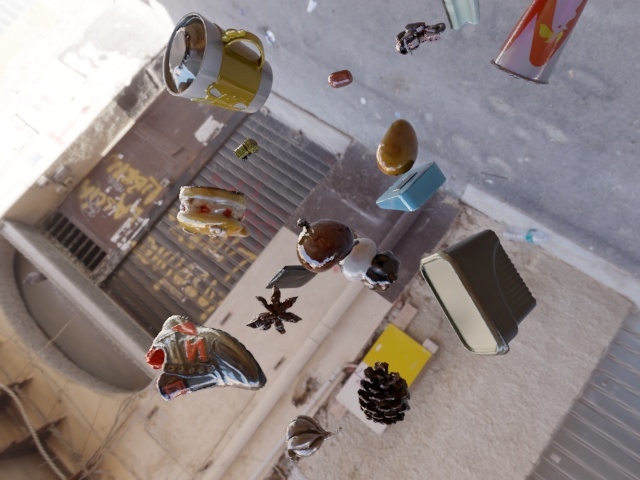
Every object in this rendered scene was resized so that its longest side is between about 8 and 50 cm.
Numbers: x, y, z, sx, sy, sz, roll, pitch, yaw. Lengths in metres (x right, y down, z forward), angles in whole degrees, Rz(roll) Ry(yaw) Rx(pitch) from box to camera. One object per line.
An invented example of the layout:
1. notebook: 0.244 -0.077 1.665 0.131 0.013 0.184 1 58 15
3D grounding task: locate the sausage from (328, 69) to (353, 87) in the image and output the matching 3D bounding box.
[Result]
1. sausage: 0.076 -0.613 1.534 0.059 0.094 0.054 -24 -76 -77

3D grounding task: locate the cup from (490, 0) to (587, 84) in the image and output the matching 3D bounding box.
1. cup: 0.678 -0.650 1.221 0.203 0.203 0.288 35 131 19

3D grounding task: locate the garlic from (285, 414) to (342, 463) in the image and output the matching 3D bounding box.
1. garlic: -0.027 0.631 1.305 0.131 0.194 0.127 -59 -47 -74

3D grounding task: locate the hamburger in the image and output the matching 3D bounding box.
1. hamburger: -0.416 -0.100 1.608 0.261 0.186 0.303 2 177 24

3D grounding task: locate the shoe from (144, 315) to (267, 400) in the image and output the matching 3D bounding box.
1. shoe: -0.289 0.295 0.928 0.337 0.171 0.132 12 134 32

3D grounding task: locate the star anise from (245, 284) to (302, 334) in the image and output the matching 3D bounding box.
1. star anise: -0.171 0.287 1.583 0.196 0.212 0.111 46 157 -25

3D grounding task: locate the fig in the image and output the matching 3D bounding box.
1. fig: 0.013 0.013 1.542 0.214 0.235 0.235 57 -178 27

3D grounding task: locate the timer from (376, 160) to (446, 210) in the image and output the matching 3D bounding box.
1. timer: 0.376 -0.218 1.713 0.091 0.232 0.250 50 164 -14

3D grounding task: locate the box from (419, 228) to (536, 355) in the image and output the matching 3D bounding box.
1. box: 0.389 0.119 0.970 0.274 0.178 0.138 60 156 3

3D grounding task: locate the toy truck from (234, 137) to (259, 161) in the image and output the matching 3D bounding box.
1. toy truck: -0.261 -0.325 1.434 0.049 0.083 0.054 58 -163 7

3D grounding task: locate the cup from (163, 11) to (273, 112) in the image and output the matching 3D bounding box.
1. cup: -0.223 -0.418 0.965 0.241 0.185 0.226 -12 169 38

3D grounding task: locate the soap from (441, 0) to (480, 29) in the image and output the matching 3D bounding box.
1. soap: 0.391 -0.714 1.124 0.094 0.150 0.261 0 -175 26

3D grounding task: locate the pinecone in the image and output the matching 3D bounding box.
1. pinecone: 0.220 0.527 1.396 0.179 0.204 0.184 -2 176 17

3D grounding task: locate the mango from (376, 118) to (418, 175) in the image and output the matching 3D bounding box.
1. mango: 0.329 -0.379 1.680 0.139 0.254 0.175 2 144 49

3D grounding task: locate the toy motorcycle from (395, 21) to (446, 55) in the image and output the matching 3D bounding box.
1. toy motorcycle: 0.385 -0.805 1.601 0.213 0.122 0.082 9 160 40

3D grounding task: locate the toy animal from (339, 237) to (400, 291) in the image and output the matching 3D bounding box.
1. toy animal: 0.216 0.108 1.837 0.267 0.212 0.212 29 171 3

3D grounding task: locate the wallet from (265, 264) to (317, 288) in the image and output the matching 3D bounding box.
1. wallet: -0.130 0.167 1.845 0.245 0.168 0.052 6 -133 -52
